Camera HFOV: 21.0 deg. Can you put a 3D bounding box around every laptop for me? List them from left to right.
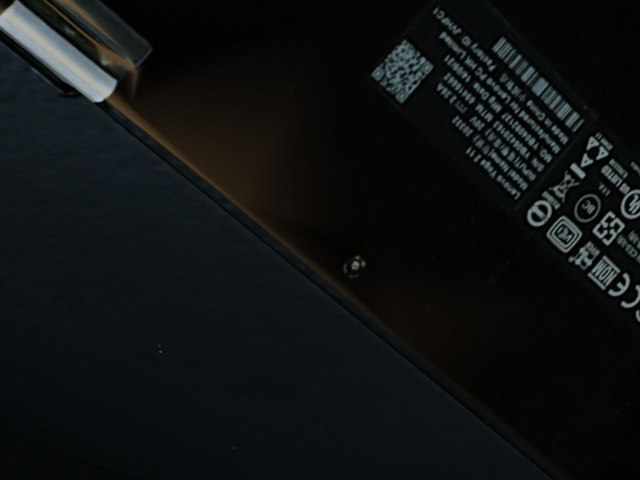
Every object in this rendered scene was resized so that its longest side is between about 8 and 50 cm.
[{"bbox_3d":[0.031,-0.040,0.522,0.408,0.236,0.382,-49,123,1],"label":"laptop"}]
